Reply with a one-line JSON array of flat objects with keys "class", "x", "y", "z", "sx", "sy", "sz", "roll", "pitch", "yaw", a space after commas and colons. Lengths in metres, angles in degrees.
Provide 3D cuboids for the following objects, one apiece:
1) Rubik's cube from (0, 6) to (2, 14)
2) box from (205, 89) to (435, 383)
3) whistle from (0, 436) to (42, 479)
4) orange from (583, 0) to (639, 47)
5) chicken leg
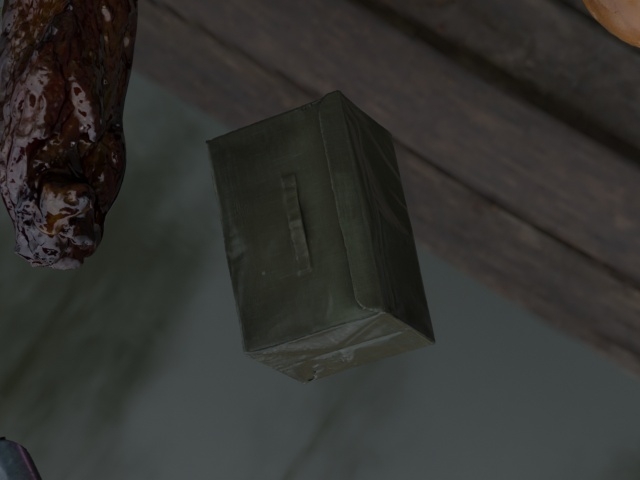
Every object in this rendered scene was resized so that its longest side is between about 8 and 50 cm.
[{"class": "Rubik's cube", "x": -0.321, "y": -0.231, "z": 1.987, "sx": 0.133, "sy": 0.133, "sz": 0.112, "roll": 42, "pitch": 158, "yaw": -16}, {"class": "box", "x": 0.000, "y": 0.000, "z": 1.659, "sx": 0.149, "sy": 0.231, "sz": 0.155, "roll": -19, "pitch": 160, "yaw": 19}, {"class": "whistle", "x": -0.193, "y": 0.217, "z": 1.209, "sx": 0.176, "sy": 0.033, "sz": 0.033, "roll": 58, "pitch": 162, "yaw": 28}, {"class": "orange", "x": 0.391, "y": -0.328, "z": 1.882, "sx": 0.240, "sy": 0.240, "sz": 0.240, "roll": 25, "pitch": 150, "yaw": 15}, {"class": "chicken leg", "x": -0.181, "y": -0.182, "z": 1.191, "sx": 0.096, "sy": 0.406, "sz": 0.158, "roll": 4, "pitch": -173, "yaw": 2}]
